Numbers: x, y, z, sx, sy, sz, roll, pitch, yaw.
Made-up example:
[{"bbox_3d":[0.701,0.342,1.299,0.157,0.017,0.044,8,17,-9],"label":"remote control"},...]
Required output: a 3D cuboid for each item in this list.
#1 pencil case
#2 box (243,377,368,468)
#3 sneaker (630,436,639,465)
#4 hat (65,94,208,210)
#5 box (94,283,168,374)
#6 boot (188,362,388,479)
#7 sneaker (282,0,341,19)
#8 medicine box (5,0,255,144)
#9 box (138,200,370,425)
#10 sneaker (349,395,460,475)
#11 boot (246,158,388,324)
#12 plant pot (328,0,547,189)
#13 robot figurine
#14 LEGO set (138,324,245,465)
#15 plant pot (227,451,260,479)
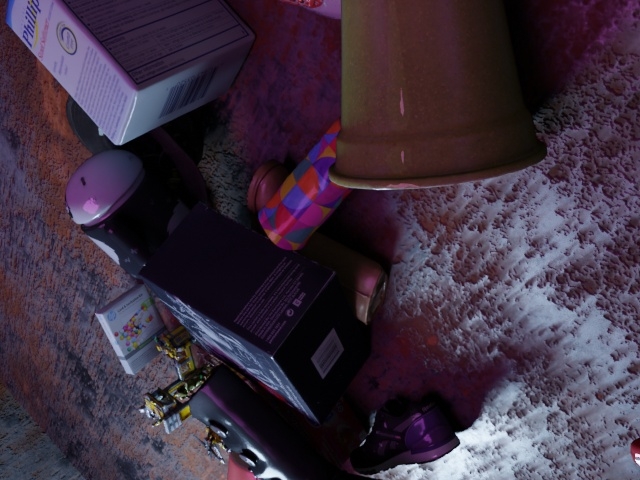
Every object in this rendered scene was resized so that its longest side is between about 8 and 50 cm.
[{"bbox_3d":[-0.002,-0.087,1.174,0.104,0.104,0.236,47,117,6],"label":"pencil case"},{"bbox_3d":[-0.033,0.362,1.578,0.128,0.122,0.257,-24,101,50],"label":"box"},{"bbox_3d":[0.507,0.229,1.001,0.221,0.087,0.128,-31,87,39],"label":"sneaker"},{"bbox_3d":[-0.320,-0.200,1.423,0.331,0.134,0.331,28,153,16],"label":"hat"},{"bbox_3d":[-0.476,0.227,1.890,0.038,0.145,0.186,-3,116,43],"label":"box"},{"bbox_3d":[-0.047,0.400,1.400,0.445,0.146,0.367,47,145,4],"label":"boot"},{"bbox_3d":[-0.066,-0.367,1.038,0.270,0.145,0.090,34,138,20],"label":"sneaker"},{"bbox_3d":[-0.306,-0.345,1.194,0.289,0.263,0.149,48,140,5],"label":"medicine box"},{"bbox_3d":[-0.108,0.141,1.350,0.312,0.179,0.343,27,158,29],"label":"box"},{"bbox_3d":[0.147,0.375,1.452,0.283,0.107,0.124,-33,82,46],"label":"sneaker"},{"bbox_3d":[0.000,0.000,1.310,0.269,0.089,0.236,30,143,23],"label":"boot"},{"bbox_3d":[0.128,-0.217,0.900,0.276,0.276,0.254,6,112,41],"label":"plant pot"},{"bbox_3d":[-0.347,-0.039,1.375,0.209,0.174,0.278,-2,137,49],"label":"robot figurine"},{"bbox_3d":[-0.326,0.383,1.803,0.331,0.192,0.255,32,139,31],"label":"LEGO set"},{"bbox_3d":[-0.104,0.583,1.726,0.275,0.275,0.243,13,117,38],"label":"plant pot"}]
